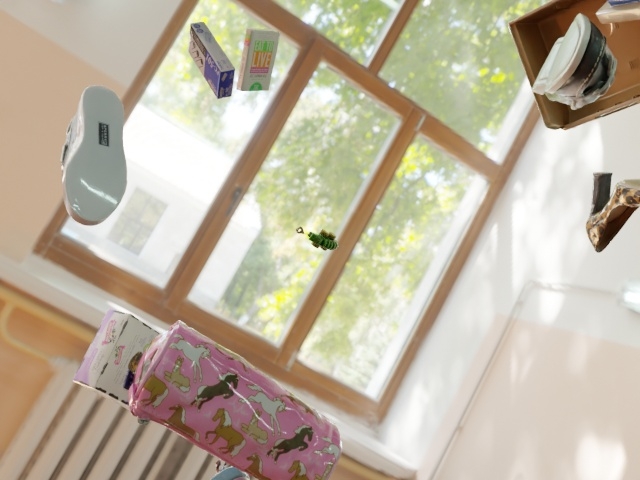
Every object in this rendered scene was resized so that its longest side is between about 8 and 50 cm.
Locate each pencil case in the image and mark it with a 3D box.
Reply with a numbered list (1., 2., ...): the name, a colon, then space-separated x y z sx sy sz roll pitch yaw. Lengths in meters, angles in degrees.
1. pencil case: -0.142 0.301 1.237 0.386 0.167 0.160 36 12 -17

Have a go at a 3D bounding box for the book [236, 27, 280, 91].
1. book: -0.151 -0.429 1.723 0.035 0.144 0.096 27 27 31

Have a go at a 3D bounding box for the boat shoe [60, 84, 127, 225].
1. boat shoe: -0.417 -0.140 1.302 0.108 0.301 0.102 15 -39 -34

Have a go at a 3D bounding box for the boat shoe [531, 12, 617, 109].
1. boat shoe: 0.371 -0.244 1.024 0.091 0.114 0.302 24 15 6

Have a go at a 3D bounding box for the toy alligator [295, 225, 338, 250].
1. toy alligator: 0.000 0.000 2.172 0.190 0.056 0.051 18 24 -50

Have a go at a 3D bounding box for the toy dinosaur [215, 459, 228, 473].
1. toy dinosaur: -0.219 0.520 1.630 0.082 0.047 0.090 -10 5 37

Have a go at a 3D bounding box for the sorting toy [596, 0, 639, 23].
1. sorting toy: 0.618 -0.496 1.219 0.089 0.255 0.257 46 -6 -21

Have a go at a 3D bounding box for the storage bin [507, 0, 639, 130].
1. storage bin: 0.571 -0.390 1.507 0.262 0.260 0.123 -20 0 44

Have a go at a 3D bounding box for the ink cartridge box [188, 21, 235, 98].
1. ink cartridge box: -0.297 -0.489 1.962 0.207 0.046 0.097 57 -30 28

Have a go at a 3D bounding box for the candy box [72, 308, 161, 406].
1. candy box: -0.401 0.260 1.528 0.070 0.164 0.196 8 -26 32

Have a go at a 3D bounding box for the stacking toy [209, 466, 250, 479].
1. stacking toy: -0.124 0.515 1.570 0.130 0.309 0.279 34 -20 34

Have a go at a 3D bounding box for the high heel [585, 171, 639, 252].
1. high heel: 0.664 -0.043 1.566 0.093 0.186 0.261 -3 12 -9
